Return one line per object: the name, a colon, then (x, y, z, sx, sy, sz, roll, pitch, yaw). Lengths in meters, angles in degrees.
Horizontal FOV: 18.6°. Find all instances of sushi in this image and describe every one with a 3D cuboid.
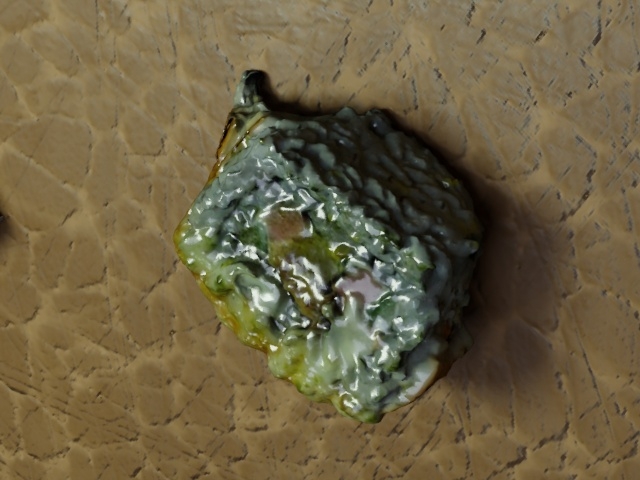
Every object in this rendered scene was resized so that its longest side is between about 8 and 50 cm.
sushi: (0.000, 0.000, 1.461, 0.274, 0.139, 0.184, 41, 122, 8)

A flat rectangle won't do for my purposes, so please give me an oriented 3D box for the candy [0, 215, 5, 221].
candy: (-0.359, -0.005, 1.695, 0.160, 0.073, 0.092, -34, 93, 34)
